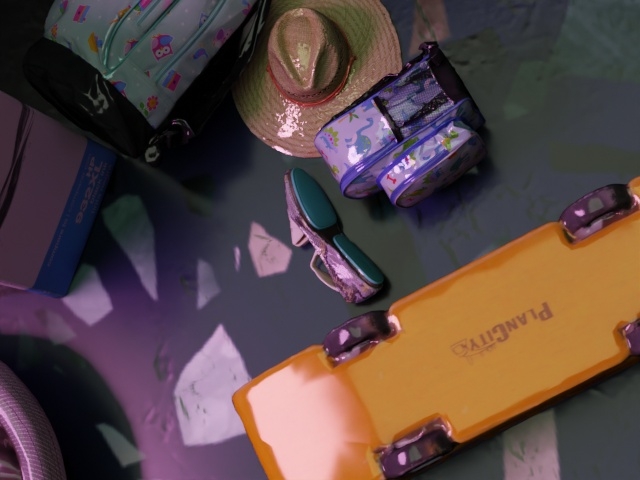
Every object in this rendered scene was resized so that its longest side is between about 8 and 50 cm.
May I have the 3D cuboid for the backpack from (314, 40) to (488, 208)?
[{"bbox_3d":[0.059,-0.071,1.092,0.114,0.105,0.084,-31,78,8],"label":"backpack"}]

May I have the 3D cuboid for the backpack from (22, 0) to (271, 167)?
[{"bbox_3d":[-0.124,-0.162,1.126,0.182,0.115,0.152,-50,46,-7],"label":"backpack"}]

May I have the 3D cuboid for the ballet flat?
[{"bbox_3d":[0.000,0.000,1.131,0.041,0.041,0.114,-37,75,5],"label":"ballet flat"}]

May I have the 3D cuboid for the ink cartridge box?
[{"bbox_3d":[-0.307,-0.067,1.065,0.223,0.307,0.129,21,87,14],"label":"ink cartridge box"}]

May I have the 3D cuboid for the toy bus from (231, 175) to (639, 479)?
[{"bbox_3d":[0.110,0.078,1.047,0.332,0.130,0.108,-28,77,7],"label":"toy bus"}]

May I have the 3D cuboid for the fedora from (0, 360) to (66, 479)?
[{"bbox_3d":[-0.312,0.182,1.126,0.275,0.124,0.244,1,85,4],"label":"fedora"}]

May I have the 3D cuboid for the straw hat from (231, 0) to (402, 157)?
[{"bbox_3d":[-0.010,-0.138,1.139,0.144,0.061,0.144,-2,82,11],"label":"straw hat"}]
